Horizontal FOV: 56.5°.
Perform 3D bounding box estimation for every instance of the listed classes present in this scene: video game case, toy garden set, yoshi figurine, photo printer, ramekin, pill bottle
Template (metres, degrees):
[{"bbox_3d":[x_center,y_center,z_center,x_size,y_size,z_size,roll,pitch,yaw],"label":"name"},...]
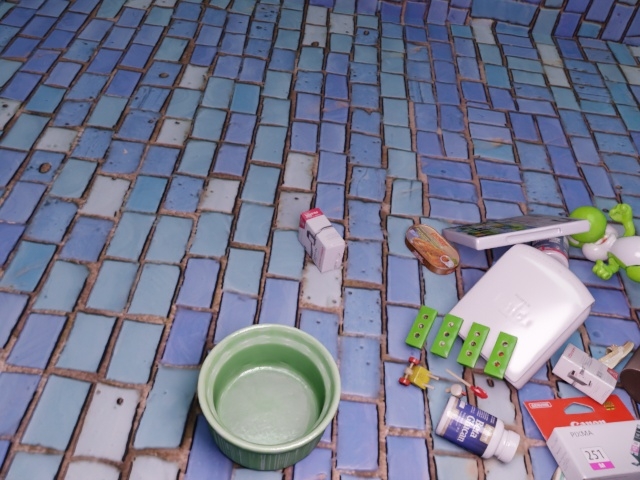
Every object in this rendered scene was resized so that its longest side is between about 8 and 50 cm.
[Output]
[{"bbox_3d":[0.527,-0.028,1.664,0.299,0.036,0.329,-9,6,-3],"label":"video game case"},{"bbox_3d":[0.320,0.288,1.431,0.244,0.049,0.204,17,67,30],"label":"toy garden set"},{"bbox_3d":[0.838,0.005,1.684,0.203,0.203,0.362,-15,25,-27],"label":"yoshi figurine"},{"bbox_3d":[0.500,0.174,1.492,0.307,0.107,0.256,-46,61,1],"label":"photo printer"},{"bbox_3d":[-0.113,0.348,1.310,0.303,0.148,0.304,4,46,-4],"label":"ramekin"},{"bbox_3d":[0.352,0.428,1.337,0.169,0.094,0.094,24,48,15],"label":"pill bottle"},{"bbox_3d":[0.673,0.024,1.755,0.107,0.108,0.180,18,41,9],"label":"pill bottle"}]

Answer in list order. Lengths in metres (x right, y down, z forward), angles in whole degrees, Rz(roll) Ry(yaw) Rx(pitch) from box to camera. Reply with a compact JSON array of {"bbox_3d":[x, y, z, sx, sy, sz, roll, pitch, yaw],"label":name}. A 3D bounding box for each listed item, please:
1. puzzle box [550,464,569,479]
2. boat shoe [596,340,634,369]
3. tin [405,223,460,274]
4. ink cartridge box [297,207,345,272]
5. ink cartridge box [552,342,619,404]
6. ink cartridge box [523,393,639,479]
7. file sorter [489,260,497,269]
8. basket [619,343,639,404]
[{"bbox_3d":[0.540,0.653,1.128,0.272,0.052,0.409,24,39,19],"label":"puzzle box"},{"bbox_3d":[0.766,0.295,1.553,0.135,0.050,0.045,-29,62,-30],"label":"boat shoe"},{"bbox_3d":[0.328,0.026,1.758,0.106,0.040,0.190,-24,54,-23],"label":"tin"},{"bbox_3d":[0.000,0.000,1.683,0.063,0.109,0.150,-18,51,-24],"label":"ink cartridge box"},{"bbox_3d":[0.658,0.328,1.481,0.135,0.056,0.099,34,27,23],"label":"ink cartridge box"},{"bbox_3d":[0.642,0.436,1.355,0.275,0.060,0.239,0,37,-14],"label":"ink cartridge box"},{"bbox_3d":[0.553,0.125,1.639,0.170,0.118,0.104,39,50,26],"label":"file sorter"},{"bbox_3d":[0.870,0.305,1.477,0.226,0.154,0.204,-33,41,-20],"label":"basket"}]
